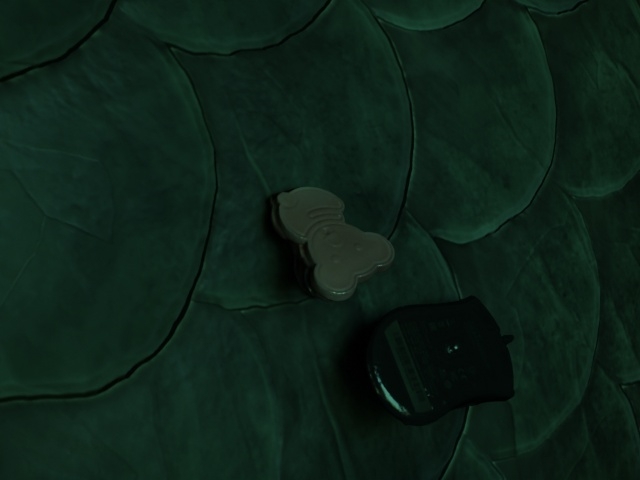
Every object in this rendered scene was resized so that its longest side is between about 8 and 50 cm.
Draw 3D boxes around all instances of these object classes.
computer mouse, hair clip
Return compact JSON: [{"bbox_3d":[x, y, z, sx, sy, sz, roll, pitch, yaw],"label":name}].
[{"bbox_3d":[0.146,0.154,0.917,0.264,0.088,0.147,-5,70,-33],"label":"computer mouse"},{"bbox_3d":[0.006,-0.003,0.838,0.123,0.102,0.138,-24,96,-36],"label":"hair clip"}]
